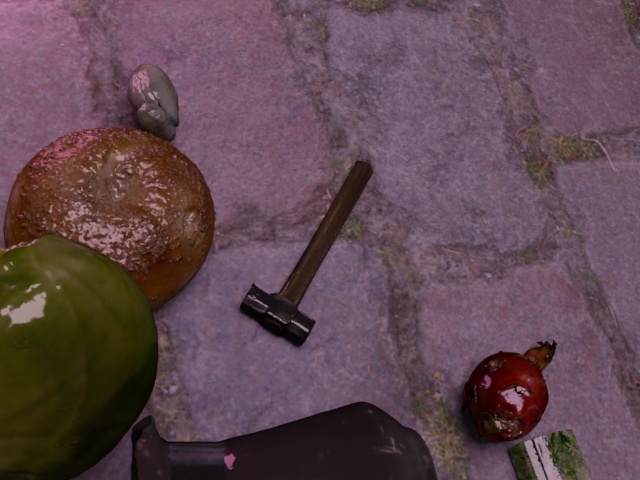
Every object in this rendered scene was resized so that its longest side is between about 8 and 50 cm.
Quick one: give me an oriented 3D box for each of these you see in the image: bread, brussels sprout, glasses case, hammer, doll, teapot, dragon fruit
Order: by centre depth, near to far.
[{"bbox_3d":[-0.357,0.139,1.066,0.343,0.344,0.268,1,33,-20],"label":"brussels sprout"},{"bbox_3d":[-0.063,0.379,1.075,0.361,0.305,0.376,3,89,-9],"label":"teapot"},{"bbox_3d":[-0.292,-0.038,1.282,0.305,0.159,0.306,8,59,-14],"label":"bread"},{"bbox_3d":[0.369,0.417,1.319,0.095,0.062,0.272,-6,63,-24],"label":"glasses case"},{"bbox_3d":[0.301,0.216,1.384,0.125,0.126,0.246,32,42,23],"label":"dragon fruit"},{"bbox_3d":[-0.256,-0.219,1.421,0.071,0.104,0.214,-32,34,4],"label":"doll"},{"bbox_3d":[0.000,0.000,1.446,0.111,0.043,0.365,30,53,0],"label":"hammer"}]
